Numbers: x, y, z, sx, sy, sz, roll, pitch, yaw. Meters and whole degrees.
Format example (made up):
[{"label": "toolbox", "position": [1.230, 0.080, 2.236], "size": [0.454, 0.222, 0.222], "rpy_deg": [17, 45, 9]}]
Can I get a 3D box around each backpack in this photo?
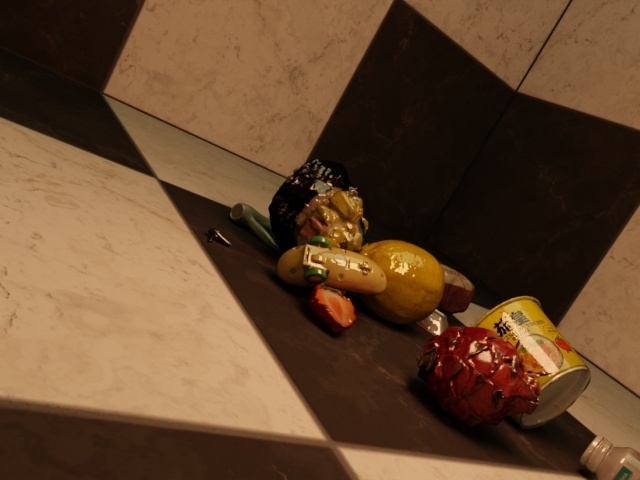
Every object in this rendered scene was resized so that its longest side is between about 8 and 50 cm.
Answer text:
[{"label": "backpack", "position": [0.436, 0.169, 2.394], "size": [0.283, 0.197, 0.317], "rpy_deg": [22, 8, -29]}]

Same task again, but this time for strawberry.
[{"label": "strawberry", "position": [0.034, 0.191, 1.550], "size": [0.146, 0.082, 0.187], "rpy_deg": [19, 20, -23]}]

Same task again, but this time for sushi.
[{"label": "sushi", "position": [0.024, -0.063, 1.879], "size": [0.285, 0.328, 0.328], "rpy_deg": [38, -27, 30]}]

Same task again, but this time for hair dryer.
[{"label": "hair dryer", "position": [-0.193, -0.028, 2.053], "size": [0.237, 0.075, 0.206], "rpy_deg": [46, 12, 34]}, {"label": "hair dryer", "position": [-0.305, 0.000, 1.705], "size": [0.079, 0.031, 0.083], "rpy_deg": [38, 24, -4]}]

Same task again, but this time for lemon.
[{"label": "lemon", "position": [0.248, 0.134, 1.880], "size": [0.316, 0.285, 0.285], "rpy_deg": [-10, 36, -41]}]

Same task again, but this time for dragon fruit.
[{"label": "dragon fruit", "position": [0.380, 0.336, 1.415], "size": [0.299, 0.244, 0.244], "rpy_deg": [26, 8, 24]}]

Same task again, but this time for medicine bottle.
[{"label": "medicine bottle", "position": [0.774, 0.596, 1.462], "size": [0.215, 0.135, 0.135], "rpy_deg": [37, 13, 33]}]

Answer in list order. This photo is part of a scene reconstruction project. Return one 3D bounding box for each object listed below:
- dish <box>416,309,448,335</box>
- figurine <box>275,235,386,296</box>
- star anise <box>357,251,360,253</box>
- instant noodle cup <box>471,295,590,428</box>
[{"label": "dish", "position": [0.407, 0.287, 2.121], "size": [0.234, 0.064, 0.154], "rpy_deg": [35, 11, 20]}, {"label": "figurine", "position": [0.033, 0.104, 1.691], "size": [0.324, 0.222, 0.124], "rpy_deg": [13, 59, -11]}, {"label": "star anise", "position": [0.135, 0.108, 2.122], "size": [0.288, 0.088, 0.288], "rpy_deg": [34, 27, -21]}, {"label": "instant noodle cup", "position": [0.587, 0.361, 1.667], "size": [0.325, 0.325, 0.254], "rpy_deg": [20, 24, -42]}]
